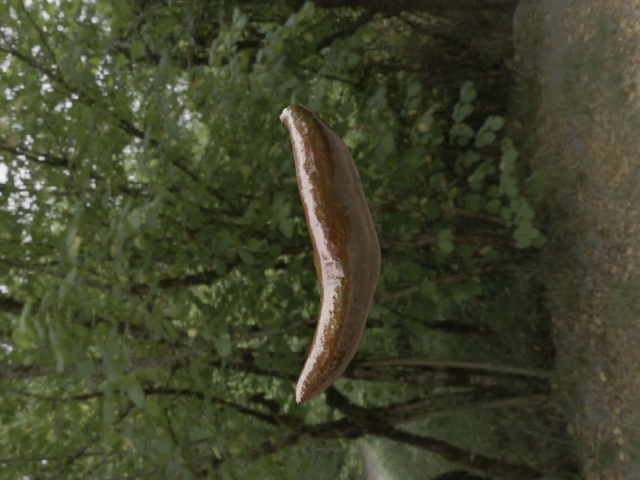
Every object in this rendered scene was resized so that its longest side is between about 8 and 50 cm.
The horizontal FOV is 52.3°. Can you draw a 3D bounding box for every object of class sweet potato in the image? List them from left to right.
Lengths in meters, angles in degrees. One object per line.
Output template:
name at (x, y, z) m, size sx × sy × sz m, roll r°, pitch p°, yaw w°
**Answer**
sweet potato at (0.011, 0.002, 0.540) m, size 0.058 × 0.078 × 0.255 m, roll 114°, pitch 152°, yaw -78°
